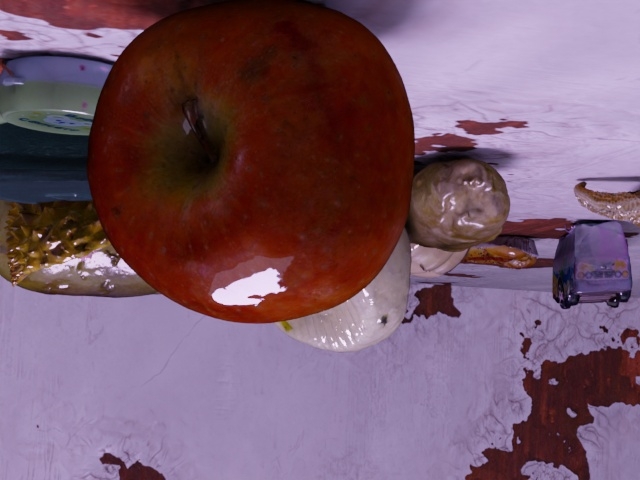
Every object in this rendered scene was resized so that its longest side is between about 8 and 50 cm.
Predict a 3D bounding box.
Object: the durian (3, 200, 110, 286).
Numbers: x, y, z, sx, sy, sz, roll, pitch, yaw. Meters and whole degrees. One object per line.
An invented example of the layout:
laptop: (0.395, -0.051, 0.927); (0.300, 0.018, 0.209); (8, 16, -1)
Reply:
durian: (-0.301, -0.023, 1.476); (0.182, 0.165, 0.132); (3, 152, 13)

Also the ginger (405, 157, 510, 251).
ginger: (0.146, -0.039, 1.440); (0.116, 0.109, 0.263); (-10, 180, -20)

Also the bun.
bun: (0.000, 0.000, 1.449); (0.259, 0.259, 0.160); (-2, -147, 41)

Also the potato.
potato: (-0.305, -0.008, 1.628); (0.307, 0.173, 0.210); (6, 177, -8)

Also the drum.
drum: (-0.256, -0.121, 1.098); (0.130, 0.049, 0.253); (7, 173, -33)

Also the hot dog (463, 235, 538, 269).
hot dog: (0.310, 0.020, 2.225); (0.191, 0.059, 0.108); (1, 170, 37)

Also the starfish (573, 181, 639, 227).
starfish: (0.431, -0.045, 1.478); (0.238, 0.071, 0.216); (8, 170, 11)

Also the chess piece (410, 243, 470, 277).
chess piece: (0.063, -0.024, 1.676); (0.307, 0.124, 0.139); (14, -160, -46)

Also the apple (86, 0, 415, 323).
apple: (-0.039, -0.053, 0.833); (0.230, 0.230, 0.230); (3, 174, 0)

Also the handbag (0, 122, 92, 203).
handbag: (-0.217, -0.084, 1.274); (0.326, 0.089, 0.238); (0, 174, 16)

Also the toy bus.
toy bus: (0.454, 0.045, 2.022); (0.112, 0.138, 0.317); (-3, 173, 4)
